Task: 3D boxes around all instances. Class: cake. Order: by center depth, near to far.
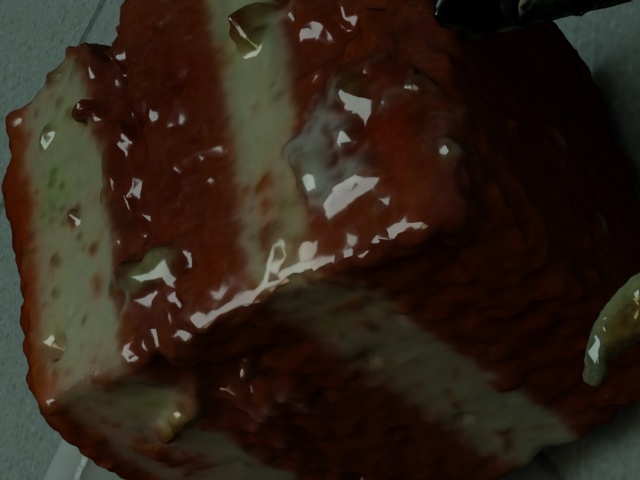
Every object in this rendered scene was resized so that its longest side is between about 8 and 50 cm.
[{"bbox_3d":[0.000,0.000,1.072,0.319,0.270,0.269,-31,48,23],"label":"cake"}]

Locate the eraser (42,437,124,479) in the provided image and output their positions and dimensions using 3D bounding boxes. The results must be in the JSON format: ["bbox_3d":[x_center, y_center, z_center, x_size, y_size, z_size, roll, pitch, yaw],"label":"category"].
[{"bbox_3d":[-0.118,0.200,1.296,0.095,0.174,0.270,42,109,55],"label":"eraser"}]

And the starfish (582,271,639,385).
[{"bbox_3d":[0.165,0.242,0.826,0.324,0.082,0.432,36,116,35],"label":"starfish"}]

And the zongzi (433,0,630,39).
[{"bbox_3d":[0.245,-0.264,0.992,0.362,0.319,0.383,-5,45,11],"label":"zongzi"}]
